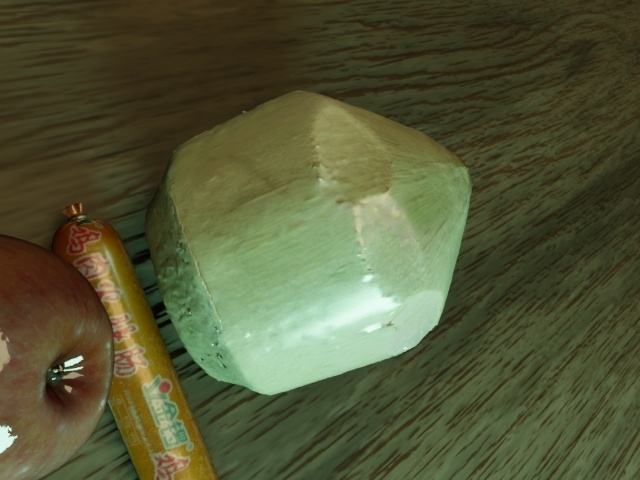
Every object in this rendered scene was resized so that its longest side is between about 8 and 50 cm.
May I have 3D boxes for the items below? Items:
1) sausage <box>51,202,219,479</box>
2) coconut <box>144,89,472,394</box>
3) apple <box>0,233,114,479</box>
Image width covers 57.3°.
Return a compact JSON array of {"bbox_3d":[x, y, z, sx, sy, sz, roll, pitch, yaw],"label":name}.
[{"bbox_3d":[-0.119,0.135,0.430,0.053,0.053,0.347,-22,91,-40],"label":"sausage"},{"bbox_3d":[0.000,0.000,0.439,0.234,0.224,0.224,-18,88,-5],"label":"coconut"},{"bbox_3d":[-0.189,0.071,0.335,0.153,0.120,0.153,1,90,-71],"label":"apple"}]
